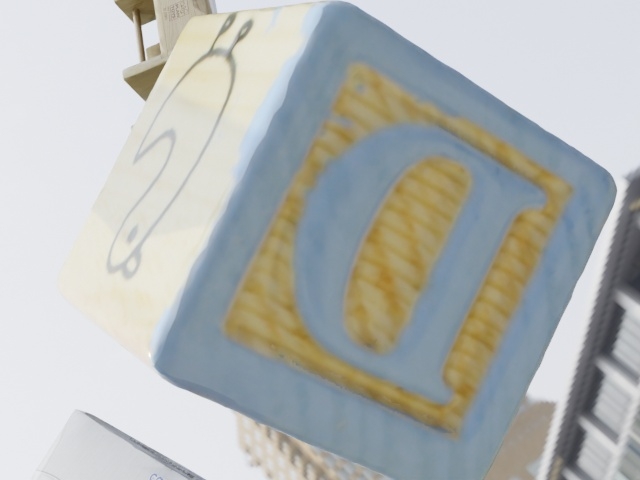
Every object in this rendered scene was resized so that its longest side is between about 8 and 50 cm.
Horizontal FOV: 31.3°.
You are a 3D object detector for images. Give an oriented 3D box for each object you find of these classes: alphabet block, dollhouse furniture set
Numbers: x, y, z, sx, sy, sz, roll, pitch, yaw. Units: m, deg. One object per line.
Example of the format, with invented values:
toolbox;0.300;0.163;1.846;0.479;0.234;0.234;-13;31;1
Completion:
alphabet block;0.000;0.000;0.612;0.193;0.197;0.192;30;-96;-26
dollhouse furniture set;-0.059;-0.104;0.859;0.128;0.184;0.129;-19;-28;14

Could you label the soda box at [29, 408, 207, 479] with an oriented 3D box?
soda box;-0.119;0.217;0.437;0.098;0.091;0.286;43;-107;-41
